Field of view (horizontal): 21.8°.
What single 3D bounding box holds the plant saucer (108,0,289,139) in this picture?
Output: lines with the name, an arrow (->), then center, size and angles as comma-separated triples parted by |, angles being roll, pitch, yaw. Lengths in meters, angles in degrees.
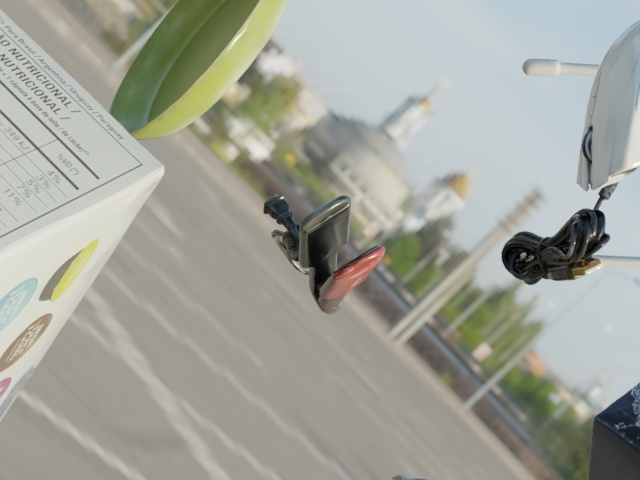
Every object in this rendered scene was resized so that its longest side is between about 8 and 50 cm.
plant saucer -> -0.099, -0.177, 1.480 | 0.037, 0.241, 0.241 | 38, 4, -22

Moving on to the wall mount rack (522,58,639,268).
wall mount rack -> 0.360, -0.080, 1.755 | 0.304, 0.350, 0.130 | -5, 13, -34

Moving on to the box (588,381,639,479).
box -> 0.314, 0.165, 1.267 | 0.156, 0.158, 0.093 | 37, -34, 36

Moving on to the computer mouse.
computer mouse -> 0.168, -0.064, 0.970 | 0.042, 0.193, 0.106 | 29, -9, -9

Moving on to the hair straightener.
hair straightener -> 0.000, 0.000, 1.174 | 0.089, 0.047, 0.230 | 57, -5, 6

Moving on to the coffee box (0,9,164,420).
coffee box -> -0.367, 0.004, 0.995 | 0.338, 0.338, 0.334 | 43, 34, 8

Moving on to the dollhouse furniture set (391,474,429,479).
dollhouse furniture set -> 0.038, 0.243, 1.019 | 0.161, 0.101, 0.182 | 33, 32, 33
